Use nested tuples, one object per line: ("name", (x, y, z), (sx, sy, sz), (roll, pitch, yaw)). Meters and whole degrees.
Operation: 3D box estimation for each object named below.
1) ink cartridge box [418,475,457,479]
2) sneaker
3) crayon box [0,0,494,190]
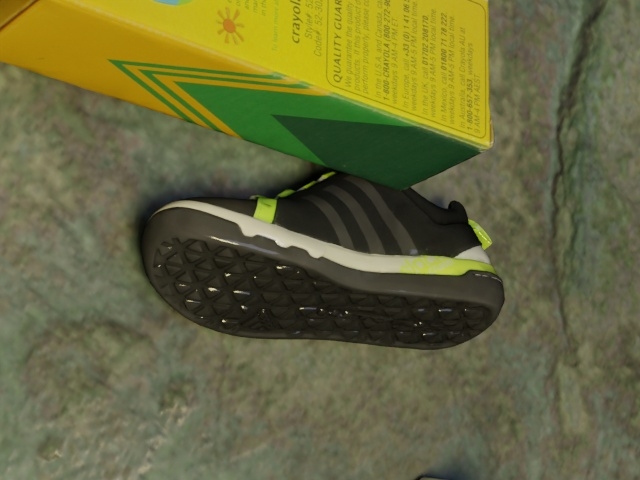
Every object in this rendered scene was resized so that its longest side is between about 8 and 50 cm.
("ink cartridge box", (0.083, 0.271, 0.949), (0.134, 0.078, 0.231), (-34, 108, -32))
("sneaker", (0.000, 0.000, 0.918), (0.235, 0.084, 0.097), (13, 52, -34))
("crayon box", (-0.056, -0.166, 0.835), (0.319, 0.081, 0.202), (17, 64, -34))
